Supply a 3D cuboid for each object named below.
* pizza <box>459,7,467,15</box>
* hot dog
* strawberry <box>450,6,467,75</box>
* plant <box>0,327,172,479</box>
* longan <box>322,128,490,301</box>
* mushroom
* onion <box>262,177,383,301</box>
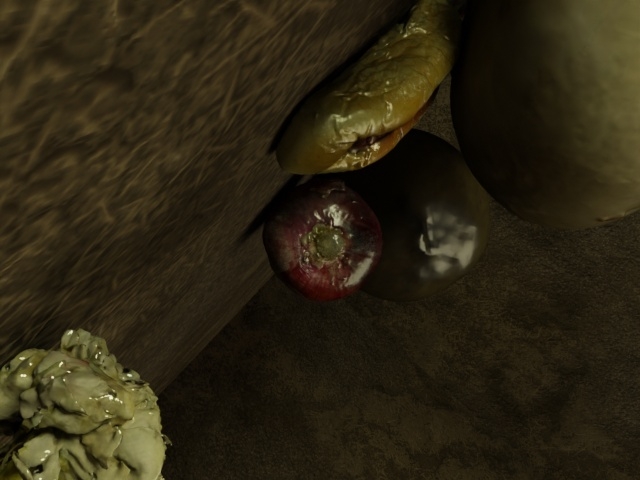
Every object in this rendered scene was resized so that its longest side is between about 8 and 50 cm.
[{"bbox_3d":[0.223,-0.337,1.041,0.184,0.036,0.176,-48,180,-22],"label":"pizza"},{"bbox_3d":[0.058,-0.129,0.539,0.242,0.073,0.084,-49,175,-35],"label":"hot dog"},{"bbox_3d":[0.324,-0.287,0.864,0.274,0.220,0.274,-46,-160,22],"label":"strawberry"},{"bbox_3d":[-0.139,0.112,0.314,0.116,0.104,0.122,-34,-176,44],"label":"plant"},{"bbox_3d":[0.138,-0.047,1.085,0.319,0.319,0.319,-49,180,0],"label":"longan"},{"bbox_3d":[0.280,-0.181,0.567,0.362,0.295,0.362,-168,-90,-89],"label":"mushroom"},{"bbox_3d":[0.000,0.000,0.830,0.159,0.159,0.195,-49,-177,-3],"label":"onion"}]
